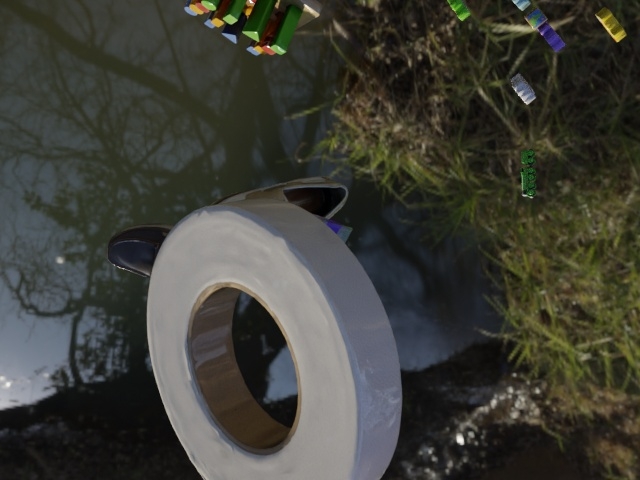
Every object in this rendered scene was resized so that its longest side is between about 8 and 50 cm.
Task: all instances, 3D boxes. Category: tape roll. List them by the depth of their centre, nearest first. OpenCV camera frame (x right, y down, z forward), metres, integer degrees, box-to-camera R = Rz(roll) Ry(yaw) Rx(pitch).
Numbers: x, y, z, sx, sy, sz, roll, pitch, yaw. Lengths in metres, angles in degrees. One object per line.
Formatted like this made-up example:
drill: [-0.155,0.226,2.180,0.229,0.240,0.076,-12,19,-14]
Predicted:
tape roll: [-0.072,0.144,0.914,0.072,0.392,0.392,-15,158,-43]

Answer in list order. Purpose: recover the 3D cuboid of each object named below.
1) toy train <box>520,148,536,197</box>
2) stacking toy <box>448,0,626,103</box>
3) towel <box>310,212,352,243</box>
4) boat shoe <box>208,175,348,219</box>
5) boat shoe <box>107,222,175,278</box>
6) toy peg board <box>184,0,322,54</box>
toy train: [0.347,-0.112,1.290,0.023,0.083,0.017,-4,171,34]
stacking toy: [0.305,-0.328,1.107,0.167,0.052,0.221,-37,103,23]
towel: [0.000,0.000,0.990,0.083,0.009,0.060,17,107,-39]
boat shoe: [-0.083,-0.043,1.292,0.302,0.113,0.103,-30,-166,-36]
boat shoe: [-0.341,0.050,1.827,0.355,0.130,0.132,6,122,4]
toy peg board: [-0.111,-0.307,1.044,0.161,0.079,0.160,29,165,-25]
